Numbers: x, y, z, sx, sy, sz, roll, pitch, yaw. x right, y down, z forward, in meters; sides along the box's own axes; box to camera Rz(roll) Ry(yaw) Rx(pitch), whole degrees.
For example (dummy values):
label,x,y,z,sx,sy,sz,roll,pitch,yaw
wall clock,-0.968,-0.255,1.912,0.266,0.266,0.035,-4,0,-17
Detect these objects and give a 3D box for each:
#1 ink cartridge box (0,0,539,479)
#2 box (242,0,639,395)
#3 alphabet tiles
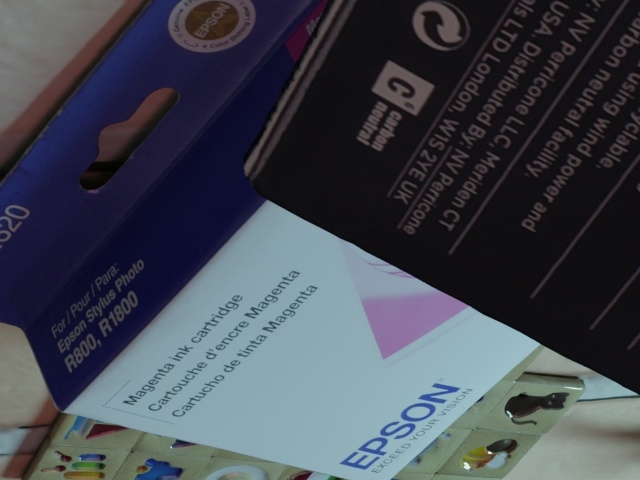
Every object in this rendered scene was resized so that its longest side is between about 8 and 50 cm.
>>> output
label,x,y,z,sx,sy,sz,roll,pitch,yaw
ink cartridge box,0.000,0.000,1.058,0.330,0.071,0.324,16,133,-35
box,0.221,-0.083,0.709,0.395,0.293,0.212,28,134,-3
alphabet tiles,-0.009,0.128,1.283,0.342,0.011,0.285,7,138,-26
